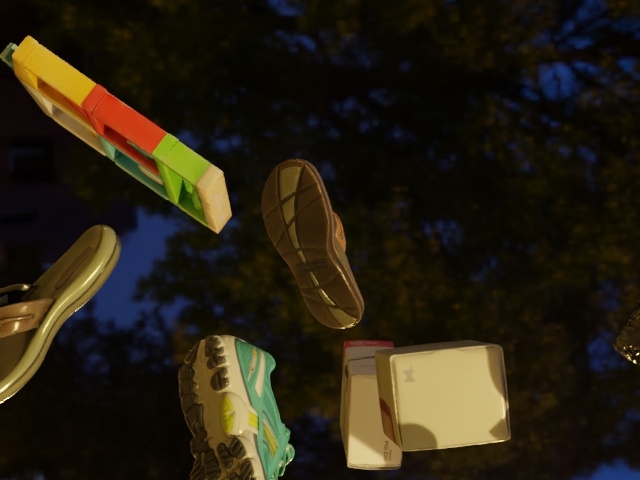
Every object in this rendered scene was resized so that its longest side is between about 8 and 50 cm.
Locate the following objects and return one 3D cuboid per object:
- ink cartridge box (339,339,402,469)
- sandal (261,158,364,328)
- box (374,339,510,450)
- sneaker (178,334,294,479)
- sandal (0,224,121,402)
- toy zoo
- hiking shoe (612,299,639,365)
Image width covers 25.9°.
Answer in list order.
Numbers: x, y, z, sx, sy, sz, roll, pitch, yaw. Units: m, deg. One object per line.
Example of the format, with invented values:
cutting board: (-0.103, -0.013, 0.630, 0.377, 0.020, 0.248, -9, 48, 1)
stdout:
ink cartridge box: (0.083, 0.266, 2.282, 0.218, 0.092, 0.158, -112, -157, -79)
sandal: (0.000, 0.000, 1.608, 0.090, 0.060, 0.219, -11, -64, 32)
box: (0.161, 0.206, 1.880, 0.232, 0.149, 0.126, 136, -52, -87)
sneaker: (-0.070, 0.227, 1.464, 0.107, 0.110, 0.275, -32, -126, 39)
sandal: (-0.369, 0.086, 1.704, 0.120, 0.086, 0.303, 14, -119, 51)
toy zoo: (-0.225, -0.120, 1.488, 0.030, 0.293, 0.192, -54, 174, -11)
hiking shoe: (0.494, 0.102, 1.891, 0.227, 0.086, 0.114, -15, -133, 55)
